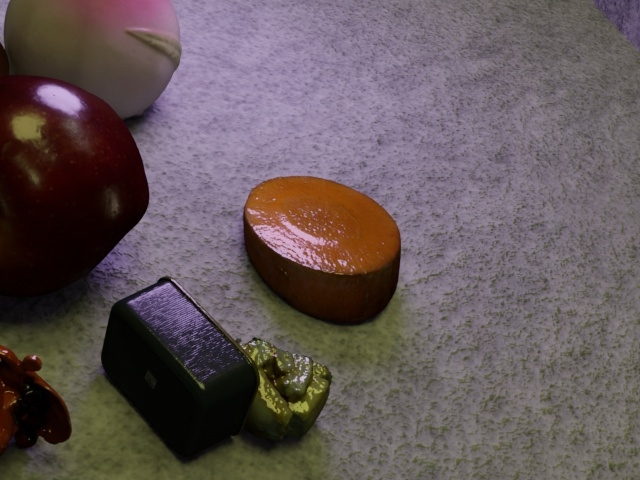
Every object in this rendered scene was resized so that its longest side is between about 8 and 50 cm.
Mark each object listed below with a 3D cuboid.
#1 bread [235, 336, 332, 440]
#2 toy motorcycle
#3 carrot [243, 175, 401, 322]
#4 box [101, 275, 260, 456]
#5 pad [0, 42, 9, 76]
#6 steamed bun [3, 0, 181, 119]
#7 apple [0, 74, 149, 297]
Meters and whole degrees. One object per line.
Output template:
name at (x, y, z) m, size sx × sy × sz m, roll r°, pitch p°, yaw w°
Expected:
bread at (-0.069, 0.204, 1.350) m, size 0.156 × 0.103 × 0.110 m, roll 15°, pitch 48°, yaw -2°
toy motorcycle at (-0.391, 0.229, 1.114) m, size 0.221 × 0.147 × 0.325 m, roll 0°, pitch 35°, yaw 5°
carrot at (0.000, 0.000, 1.654) m, size 0.258 × 0.100 × 0.307 m, roll 0°, pitch 35°, yaw -26°
box at (-0.181, 0.159, 1.300) m, size 0.090 × 0.144 × 0.201 m, roll -25°, pitch 58°, yaw -41°
pad at (-0.514, -0.238, 1.572) m, size 0.004 × 0.181 × 0.267 m, roll -13°, pitch 58°, yaw 8°
steamed bun at (-0.373, -0.371, 1.746) m, size 0.309 × 0.309 × 0.309 m, roll 15°, pitch 37°, yaw -11°
apple at (-0.376, -0.073, 1.372) m, size 0.288 × 0.288 × 0.317 m, roll 30°, pitch 17°, yaw 9°
